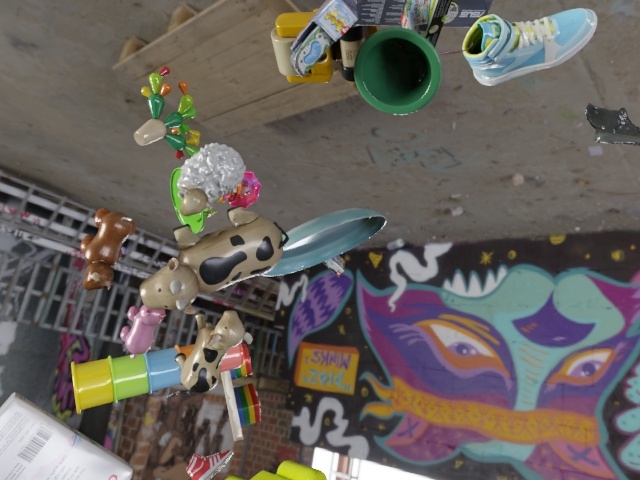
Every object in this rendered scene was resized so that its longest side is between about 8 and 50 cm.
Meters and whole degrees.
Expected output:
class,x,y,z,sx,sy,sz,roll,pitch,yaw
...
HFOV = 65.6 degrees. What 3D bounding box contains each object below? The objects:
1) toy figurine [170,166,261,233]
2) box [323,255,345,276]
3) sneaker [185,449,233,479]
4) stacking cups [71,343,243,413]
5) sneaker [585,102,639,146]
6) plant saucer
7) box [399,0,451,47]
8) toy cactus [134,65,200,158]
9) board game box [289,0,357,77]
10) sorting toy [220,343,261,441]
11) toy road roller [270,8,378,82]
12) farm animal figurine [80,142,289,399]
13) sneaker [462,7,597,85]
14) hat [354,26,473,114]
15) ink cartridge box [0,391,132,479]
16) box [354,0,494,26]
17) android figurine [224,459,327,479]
class,x,y,z,sx,sy,sz,roll,pitch,yaw
toy figurine,-0.186,-0.101,0.978,0.159,0.130,0.173,-20,-179,-36
box,0.029,0.053,1.454,0.094,0.027,0.137,40,-171,-2
sneaker,-0.268,0.529,1.192,0.067,0.042,0.118,34,-149,20
stacking cups,-0.312,0.246,0.976,0.315,0.096,0.096,-9,173,-28
sneaker,0.712,-0.272,1.168,0.170,0.089,0.051,10,-175,24
plant saucer,0.000,0.000,1.150,0.317,0.044,0.318,-23,167,-6
box,0.222,-0.498,1.030,0.036,0.114,0.207,-17,159,-10
toy cactus,-0.367,-0.278,1.164,0.112,0.180,0.219,8,127,30
board game box,0.005,-0.425,1.000,0.060,0.194,0.194,40,-168,-19
sorting toy,-0.234,0.416,1.426,0.089,0.257,0.255,-11,169,-14
toy road roller,0.023,-0.661,1.606,0.329,0.241,0.203,2,144,10
farm animal figurine,-0.185,0.066,0.765,0.172,0.326,0.330,34,159,57
sneaker,0.515,-0.517,1.260,0.318,0.127,0.208,-20,159,35
hat,0.193,-0.382,1.088,0.208,0.184,0.173,28,126,1
ink cartridge box,-0.545,0.460,0.959,0.278,0.201,0.117,42,152,-17
box,0.234,-0.721,1.366,0.394,0.319,0.097,-6,146,-15
android figurine,-0.094,0.407,0.712,0.248,0.056,0.272,-19,-177,-40
